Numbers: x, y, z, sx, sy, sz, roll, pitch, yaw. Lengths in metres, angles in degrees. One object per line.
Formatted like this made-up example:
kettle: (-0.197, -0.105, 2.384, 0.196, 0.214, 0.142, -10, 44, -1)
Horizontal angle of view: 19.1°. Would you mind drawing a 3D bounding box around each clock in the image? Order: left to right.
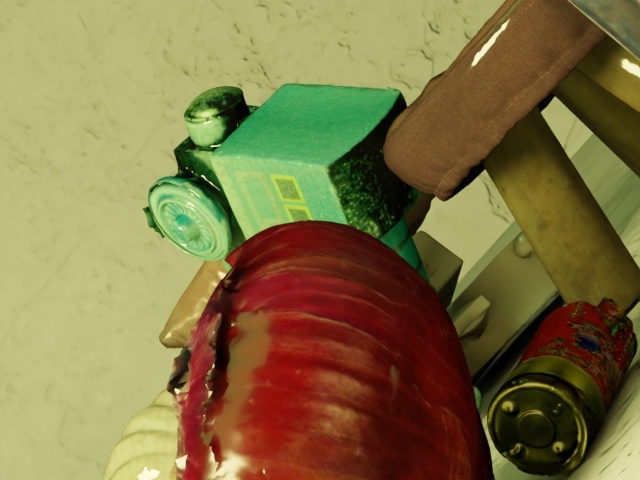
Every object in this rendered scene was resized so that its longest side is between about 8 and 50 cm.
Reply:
clock: (0.135, 0.061, 1.495, 0.155, 0.063, 0.229, -46, -4, 10)

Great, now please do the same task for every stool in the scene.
stool: (0.184, -0.093, 1.136, 0.272, 0.178, 0.272, -48, -1, -2)

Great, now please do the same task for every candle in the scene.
candle: (0.121, 0.065, 0.920, 0.052, 0.052, 0.131, -49, -3, 29)

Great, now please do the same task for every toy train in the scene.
toy train: (0.008, 0.027, 1.323, 0.194, 0.298, 0.120, 7, 41, 40)

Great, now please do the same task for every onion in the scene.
onion: (-0.003, 0.107, 0.870, 0.161, 0.248, 0.248, -10, 3, 6)

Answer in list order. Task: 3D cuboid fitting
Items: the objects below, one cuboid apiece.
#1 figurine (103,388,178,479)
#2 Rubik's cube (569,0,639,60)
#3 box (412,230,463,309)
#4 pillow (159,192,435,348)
figurine: (-0.064, 0.188, 1.315, 0.332, 0.185, 0.204, -165, 84, -87)
Rubik's cube: (0.203, -0.214, 0.750, 0.307, 0.310, 0.305, -49, -5, 15)
box: (0.024, 0.145, 1.643, 0.204, 0.051, 0.365, -48, -13, -20)
pillow: (0.000, 0.000, 1.514, 0.223, 0.084, 0.236, -3, -48, -49)
